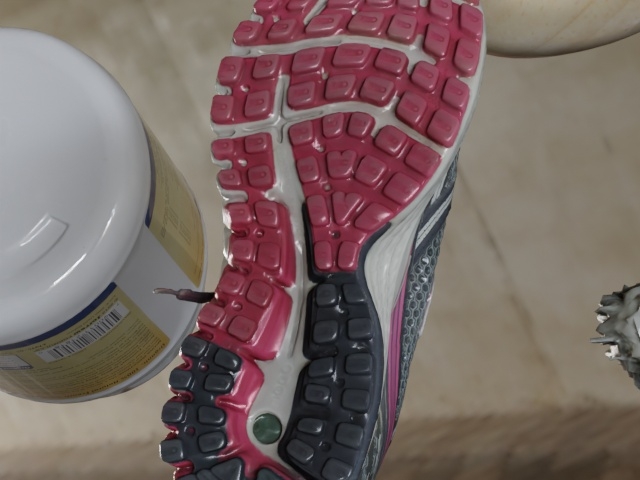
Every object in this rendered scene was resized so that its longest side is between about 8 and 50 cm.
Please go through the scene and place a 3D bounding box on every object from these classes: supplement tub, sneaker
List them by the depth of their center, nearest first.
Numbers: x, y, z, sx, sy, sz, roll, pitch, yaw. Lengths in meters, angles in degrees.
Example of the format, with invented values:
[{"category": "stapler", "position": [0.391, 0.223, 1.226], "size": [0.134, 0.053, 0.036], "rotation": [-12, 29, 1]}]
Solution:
[{"category": "sneaker", "position": [0.000, 0.000, 0.924], "size": [0.121, 0.299, 0.112], "rotation": [14, -13, 14]}, {"category": "supplement tub", "position": [-0.209, -0.004, 1.470], "size": [0.228, 0.228, 0.316], "rotation": [-26, -18, 0]}]

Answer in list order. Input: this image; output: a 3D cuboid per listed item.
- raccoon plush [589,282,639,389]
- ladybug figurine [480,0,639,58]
[{"category": "raccoon plush", "position": [0.283, 0.179, 1.059], "size": [0.299, 0.446, 0.216], "rotation": [13, 9, 18]}, {"category": "ladybug figurine", "position": [0.207, -0.309, 1.501], "size": [0.449, 0.305, 0.162], "rotation": [-46, -9, -11]}]
